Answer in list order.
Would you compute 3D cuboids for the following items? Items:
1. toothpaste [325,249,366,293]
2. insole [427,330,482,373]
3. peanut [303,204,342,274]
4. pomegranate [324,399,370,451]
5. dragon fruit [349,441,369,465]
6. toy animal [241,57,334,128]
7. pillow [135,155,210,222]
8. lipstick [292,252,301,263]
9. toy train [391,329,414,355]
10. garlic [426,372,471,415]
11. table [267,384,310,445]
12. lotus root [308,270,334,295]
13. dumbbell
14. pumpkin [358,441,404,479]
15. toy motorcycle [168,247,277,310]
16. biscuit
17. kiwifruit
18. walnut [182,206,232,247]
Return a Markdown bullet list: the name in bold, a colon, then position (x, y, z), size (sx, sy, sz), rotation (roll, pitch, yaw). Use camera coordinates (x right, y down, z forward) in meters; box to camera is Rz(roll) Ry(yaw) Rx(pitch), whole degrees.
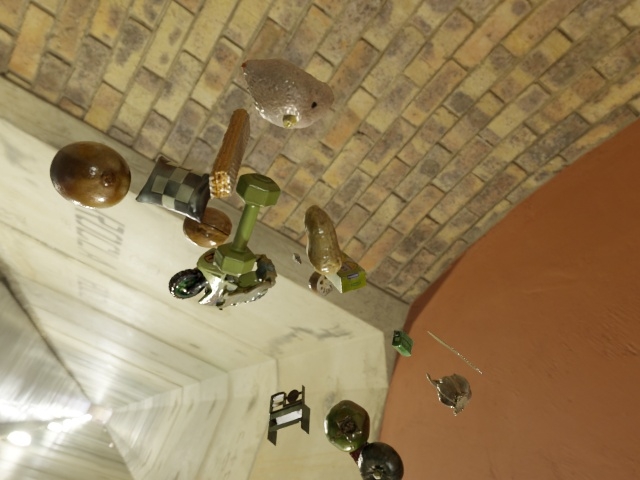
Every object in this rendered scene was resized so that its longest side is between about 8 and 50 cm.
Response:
- **toothpaste**: position (0.070, 0.108, 1.807), size (0.327, 0.110, 0.077), rotation (-138, -142, -60)
- **insole**: position (0.473, 0.394, 1.516), size (0.005, 0.253, 0.086), rotation (-53, -173, -5)
- **peanut**: position (0.000, 0.000, 1.411), size (0.110, 0.236, 0.120), rotation (-16, -171, -2)
- **pomegranate**: position (0.101, 0.682, 1.589), size (0.224, 0.182, 0.181), rotation (94, 19, -70)
- **dragon fruit**: position (0.162, 0.846, 1.719), size (0.092, 0.192, 0.122), rotation (-44, 169, -30)
- **toy animal**: position (-0.137, -0.544, 1.617), size (0.226, 0.359, 0.188), rotation (-61, -167, 17)
- **pillow**: position (-0.473, -0.174, 1.458), size (0.106, 0.250, 0.185), rotation (84, 26, -70)
- **lipstick**: position (-0.099, 0.085, 1.918), size (0.107, 0.025, 0.025), rotation (-133, -131, -67)
- **toy train**: position (0.248, 0.311, 1.313), size (0.038, 0.093, 0.056), rotation (-6, -128, 36)
- **garlic**: position (0.487, 0.571, 1.657), size (0.194, 0.127, 0.131), rotation (17, -62, 54)
- **table**: position (-0.114, 0.634, 1.577), size (0.146, 0.062, 0.175), rotation (-26, -148, 18)
- **lotus root**: position (0.006, 0.188, 2.008), size (0.122, 0.112, 0.081), rotation (-27, -146, -35)
- **dumbbell**: position (-0.213, -0.044, 1.240), size (0.121, 0.108, 0.301), rotation (45, -60, 44)
- **pumpkin**: position (0.214, 0.809, 1.551), size (0.125, 0.167, 0.167), rotation (-20, 164, -45)
- **toy motorcycle**: position (-0.331, 0.139, 1.572), size (0.237, 0.410, 0.168), rotation (-44, -125, 26)
- **biscuit**: position (-0.260, -0.266, 1.277), size (0.378, 0.054, 0.094), rotation (-87, -178, -47)
- **kiwifruit**: position (-0.643, -0.184, 1.220), size (0.234, 0.196, 0.195), rotation (7, -114, 43)
- **walnut**: position (-0.454, -0.053, 1.739), size (0.167, 0.207, 0.167), rotation (17, 90, -75)
